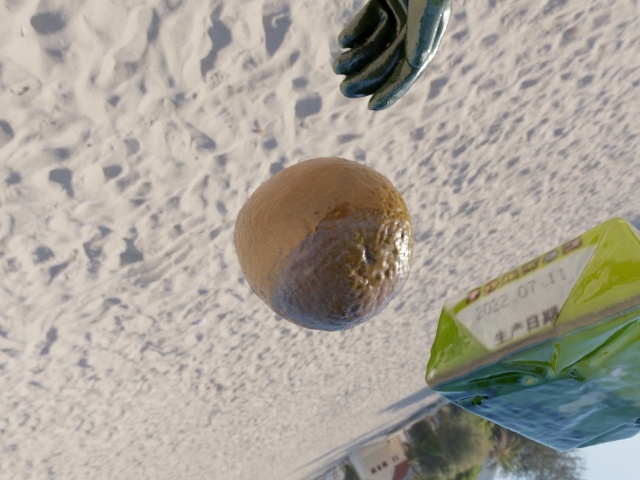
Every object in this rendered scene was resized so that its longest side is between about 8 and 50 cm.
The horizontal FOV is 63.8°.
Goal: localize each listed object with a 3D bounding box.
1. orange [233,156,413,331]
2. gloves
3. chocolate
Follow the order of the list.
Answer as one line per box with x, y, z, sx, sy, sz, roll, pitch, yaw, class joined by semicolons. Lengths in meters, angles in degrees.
0.000;0.000;0.977;0.322;0.357;0.322;-9;107;-30;orange
0.098;-0.278;0.588;0.107;0.135;0.268;17;95;-31;gloves
0.332;0.134;0.629;0.301;0.137;0.289;30;135;-26;chocolate
